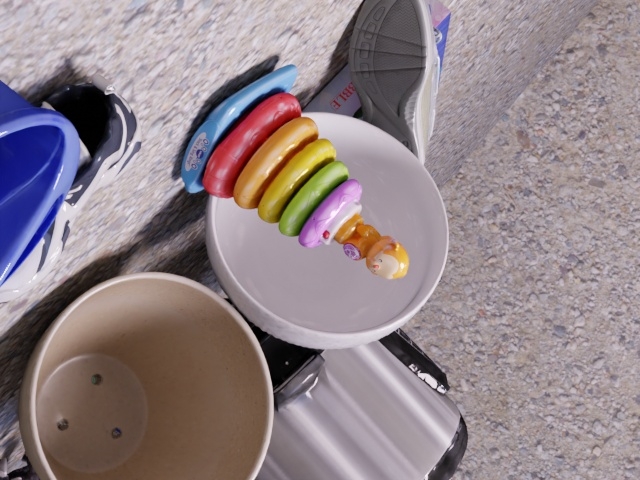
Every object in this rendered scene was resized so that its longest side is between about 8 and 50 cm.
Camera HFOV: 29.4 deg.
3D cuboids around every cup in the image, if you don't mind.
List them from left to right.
[{"bbox_3d":[-0.263,0.221,1.607,0.331,0.331,0.237,-42,-166,-32],"label":"cup"}]

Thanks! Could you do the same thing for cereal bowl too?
[{"bbox_3d":[0.000,0.000,1.683,0.339,0.339,0.141,-43,171,-28],"label":"cereal bowl"}]

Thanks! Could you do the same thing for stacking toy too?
[{"bbox_3d":[-0.011,-0.054,1.509,0.166,0.302,0.175,-39,167,-43],"label":"stacking toy"}]

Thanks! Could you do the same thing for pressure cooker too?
[{"bbox_3d":[-0.029,0.253,1.851,0.370,0.420,0.375,-39,-174,34],"label":"pressure cooker"}]

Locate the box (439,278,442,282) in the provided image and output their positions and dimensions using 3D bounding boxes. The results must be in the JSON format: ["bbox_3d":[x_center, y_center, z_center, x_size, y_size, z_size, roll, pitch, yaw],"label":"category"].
[{"bbox_3d":[0.033,0.016,1.980,0.257,0.079,0.322,-24,146,9],"label":"box"}]

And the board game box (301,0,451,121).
[{"bbox_3d":[0.073,-0.212,1.948,0.318,0.066,0.319,-47,169,-8],"label":"board game box"}]

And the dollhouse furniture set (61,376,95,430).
[{"bbox_3d":[-0.305,0.265,1.908,0.197,0.151,0.301,-41,168,-34],"label":"dollhouse furniture set"}]

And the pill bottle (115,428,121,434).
[{"bbox_3d":[-0.353,0.330,2.197,0.067,0.067,0.120,-41,167,-37],"label":"pill bottle"}]

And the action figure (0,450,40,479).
[{"bbox_3d":[-0.418,0.363,1.796,0.141,0.164,0.276,-102,-147,-48],"label":"action figure"}]

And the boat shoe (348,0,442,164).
[{"bbox_3d":[0.115,-0.229,1.738,0.103,0.118,0.320,-57,149,-46],"label":"boat shoe"}]

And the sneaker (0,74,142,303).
[{"bbox_3d":[-0.251,-0.055,1.089,0.235,0.094,0.153,-45,168,-17],"label":"sneaker"}]

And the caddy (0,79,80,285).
[{"bbox_3d":[-0.315,0.012,0.828,0.341,0.179,0.241,-43,168,-27],"label":"caddy"}]
